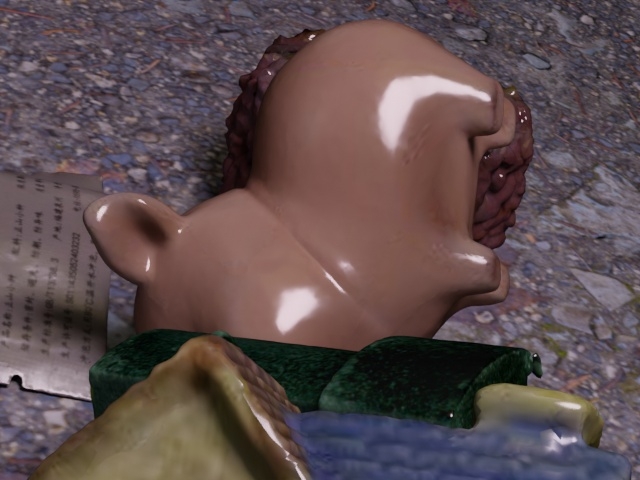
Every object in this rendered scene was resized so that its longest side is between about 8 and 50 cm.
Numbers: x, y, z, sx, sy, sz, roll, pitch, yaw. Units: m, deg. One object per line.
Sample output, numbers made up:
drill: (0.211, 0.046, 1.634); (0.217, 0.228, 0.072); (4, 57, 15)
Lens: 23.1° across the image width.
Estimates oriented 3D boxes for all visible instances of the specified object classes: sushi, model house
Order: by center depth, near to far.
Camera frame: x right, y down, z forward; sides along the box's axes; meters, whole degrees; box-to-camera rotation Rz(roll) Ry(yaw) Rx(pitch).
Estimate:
model house: (0.014, 0.198, 0.742); (0.321, 0.266, 0.261); (6, -15, 13)
sushi: (0.045, -0.061, 1.359); (0.270, 0.170, 0.236); (-8, 42, -35)

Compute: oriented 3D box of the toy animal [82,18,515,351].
toy animal: (0.000, 0.000, 1.117); (0.269, 0.326, 0.237); (4, -14, 19)

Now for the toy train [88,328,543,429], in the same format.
toy train: (-0.005, 0.140, 0.930); (0.330, 0.178, 0.138); (5, 18, 30)

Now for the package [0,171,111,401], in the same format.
package: (-0.259, 0.007, 1.182); (0.204, 0.062, 0.251); (9, 38, -16)
